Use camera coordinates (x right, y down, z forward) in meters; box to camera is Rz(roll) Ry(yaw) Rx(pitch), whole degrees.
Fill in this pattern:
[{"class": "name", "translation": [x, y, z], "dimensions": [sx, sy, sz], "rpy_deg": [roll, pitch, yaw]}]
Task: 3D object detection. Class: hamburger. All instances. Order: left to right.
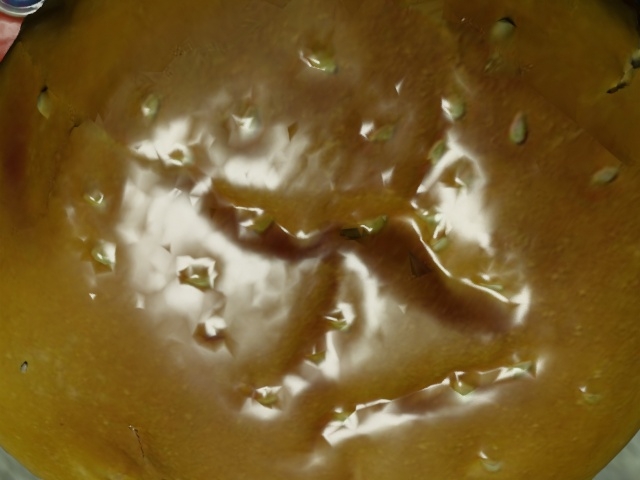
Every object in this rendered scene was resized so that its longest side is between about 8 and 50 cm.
[{"class": "hamburger", "translation": [0.000, 0.000, 0.747], "dimensions": [0.290, 0.170, 0.314], "rpy_deg": [31, 111, -11]}]

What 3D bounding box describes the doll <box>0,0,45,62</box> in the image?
[{"class": "doll", "translation": [-0.094, -0.142, 0.833], "dimensions": [0.336, 0.105, 0.199], "rpy_deg": [-27, 100, 24]}]
